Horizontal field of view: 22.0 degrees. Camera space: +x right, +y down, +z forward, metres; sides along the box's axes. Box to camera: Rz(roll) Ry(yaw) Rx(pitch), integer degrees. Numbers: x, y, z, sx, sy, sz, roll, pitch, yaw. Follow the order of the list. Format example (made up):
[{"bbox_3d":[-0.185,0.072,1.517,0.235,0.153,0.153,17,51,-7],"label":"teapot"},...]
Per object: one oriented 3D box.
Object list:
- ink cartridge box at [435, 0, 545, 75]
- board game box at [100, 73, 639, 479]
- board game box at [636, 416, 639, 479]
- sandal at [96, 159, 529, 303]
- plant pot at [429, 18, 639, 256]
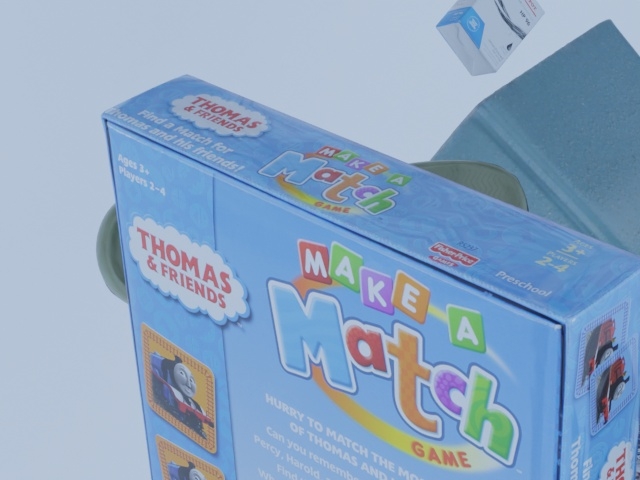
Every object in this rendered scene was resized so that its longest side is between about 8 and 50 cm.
[{"bbox_3d":[0.125,-0.162,1.165,0.048,0.028,0.083,50,-118,-22],"label":"ink cartridge box"},{"bbox_3d":[0.013,0.074,0.466,0.039,0.160,0.211,-31,-49,-36],"label":"board game box"},{"bbox_3d":[0.176,0.185,0.862,0.194,0.060,0.194,5,-72,-7],"label":"board game box"},{"bbox_3d":[-0.001,0.002,1.129,0.303,0.086,0.120,-5,-107,-8],"label":"sandal"},{"bbox_3d":[0.214,0.009,1.411,0.247,0.252,0.248,-34,-14,-48],"label":"plant pot"}]
